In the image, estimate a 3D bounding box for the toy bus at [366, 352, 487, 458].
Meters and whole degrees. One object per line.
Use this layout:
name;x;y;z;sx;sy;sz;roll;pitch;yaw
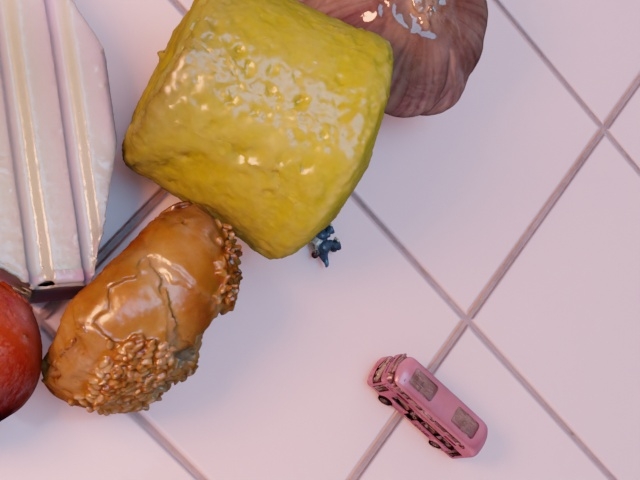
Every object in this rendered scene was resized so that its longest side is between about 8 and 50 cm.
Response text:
toy bus;0.167;0.254;1.803;0.203;0.090;0.063;42;62;-14

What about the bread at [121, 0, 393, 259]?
bread;-0.092;-0.169;1.621;0.308;0.348;0.348;22;68;-13

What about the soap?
soap;-0.408;-0.143;1.529;0.261;0.156;0.446;-6;81;-31

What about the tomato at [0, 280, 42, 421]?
tomato;-0.437;0.143;1.413;0.208;0.208;0.184;10;69;-28

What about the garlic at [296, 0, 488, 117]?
garlic;0.123;-0.344;1.823;0.318;0.259;0.317;1;82;-11

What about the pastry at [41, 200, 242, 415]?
pastry;-0.213;0.102;1.526;0.162;0.255;0.311;35;62;8

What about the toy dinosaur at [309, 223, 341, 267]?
toy dinosaur;0.000;0.000;1.803;0.047;0.030;0.083;-23;89;-31
